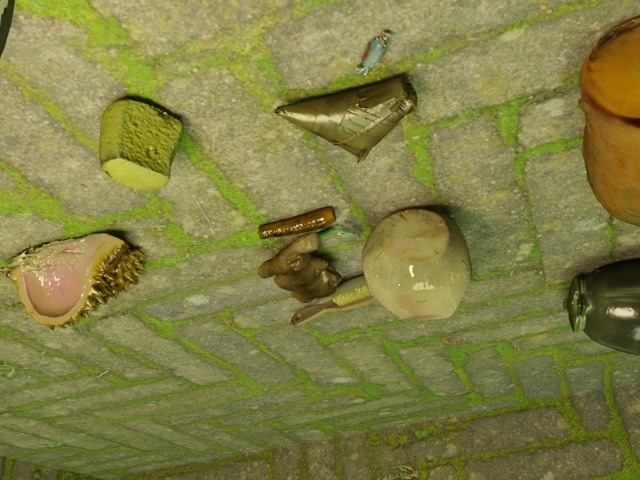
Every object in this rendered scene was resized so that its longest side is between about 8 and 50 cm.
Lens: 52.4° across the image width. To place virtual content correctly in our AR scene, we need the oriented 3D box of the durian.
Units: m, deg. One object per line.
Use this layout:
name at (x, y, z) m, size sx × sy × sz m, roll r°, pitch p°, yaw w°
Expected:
durian at (-0.492, 0.081, 1.404) m, size 0.305 × 0.185 × 0.196 m, roll -23°, pitch 170°, yaw 13°

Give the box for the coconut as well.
coconut at (0.201, 0.058, 1.353) m, size 0.227 × 0.227 × 0.230 m, roll -10°, pitch 139°, yaw 7°

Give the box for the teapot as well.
teapot at (0.754, 0.149, 1.666) m, size 0.240 × 0.321 × 0.239 m, roll 3°, pitch 112°, yaw 17°

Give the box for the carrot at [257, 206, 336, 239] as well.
carrot at (-0.051, -0.033, 1.331) m, size 0.171 × 0.042 × 0.042 m, roll -12°, pitch 149°, yaw 15°

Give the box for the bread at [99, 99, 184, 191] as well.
bread at (-0.287, -0.147, 1.024) m, size 0.129 × 0.114 × 0.111 m, roll 18°, pitch 149°, yaw -30°

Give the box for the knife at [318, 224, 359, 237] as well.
knife at (0.000, -0.002, 1.404) m, size 0.166 × 0.022 × 0.078 m, roll -18°, pitch 148°, yaw 32°

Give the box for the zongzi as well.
zongzi at (0.043, -0.214, 1.008) m, size 0.176 × 0.078 × 0.160 m, roll 24°, pitch 133°, yaw -28°

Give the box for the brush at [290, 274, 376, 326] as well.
brush at (0.029, 0.147, 1.643) m, size 0.313 × 0.072 × 0.067 m, roll -25°, pitch 122°, yaw 35°

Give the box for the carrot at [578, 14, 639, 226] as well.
carrot at (0.527, -0.164, 1.021) m, size 0.224 × 0.224 × 0.341 m, roll -18°, pitch 148°, yaw 20°

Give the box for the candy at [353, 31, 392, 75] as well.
candy at (0.075, -0.274, 0.954) m, size 0.030 × 0.020 × 0.083 m, roll 6°, pitch 147°, yaw -22°

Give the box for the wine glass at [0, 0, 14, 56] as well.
wine glass at (-0.343, -0.278, 0.549) m, size 0.191 × 0.356 × 0.190 m, roll -2°, pitch 148°, yaw -1°

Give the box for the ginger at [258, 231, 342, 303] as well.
ginger at (-0.043, 0.079, 1.463) m, size 0.166 × 0.080 × 0.333 m, roll -16°, pitch 158°, yaw 8°
